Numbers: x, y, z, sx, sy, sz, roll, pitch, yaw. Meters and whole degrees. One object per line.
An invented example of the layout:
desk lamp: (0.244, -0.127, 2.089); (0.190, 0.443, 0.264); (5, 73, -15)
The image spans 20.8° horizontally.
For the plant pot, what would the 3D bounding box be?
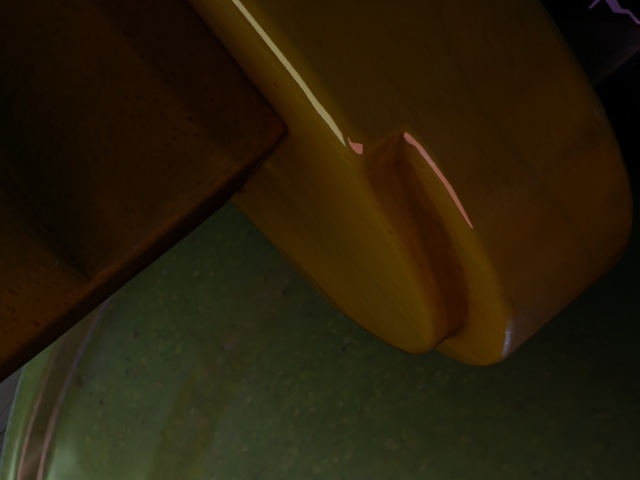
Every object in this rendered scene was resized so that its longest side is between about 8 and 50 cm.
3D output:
plant pot: (0.087, 0.103, 0.508); (0.254, 0.276, 0.276); (28, 152, 46)

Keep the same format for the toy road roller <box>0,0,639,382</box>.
toy road roller: (-0.054, -0.110, 0.382); (0.329, 0.240, 0.202); (51, 170, -1)

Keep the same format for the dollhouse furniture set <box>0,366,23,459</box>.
dollhouse furniture set: (0.000, 0.000, 0.821); (0.362, 0.256, 0.394); (52, -169, 27)
